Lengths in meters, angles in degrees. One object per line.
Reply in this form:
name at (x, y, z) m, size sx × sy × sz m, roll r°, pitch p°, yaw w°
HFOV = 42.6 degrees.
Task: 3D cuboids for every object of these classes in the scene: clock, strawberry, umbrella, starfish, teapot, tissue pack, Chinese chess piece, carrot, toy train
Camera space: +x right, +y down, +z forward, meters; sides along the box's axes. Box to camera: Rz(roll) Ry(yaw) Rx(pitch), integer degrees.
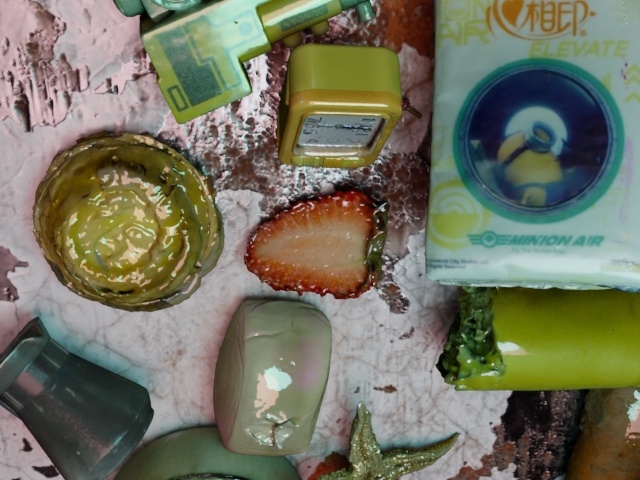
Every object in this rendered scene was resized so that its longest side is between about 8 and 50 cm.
clock at (0.020, -0.166, 1.056) m, size 0.143 × 0.202 × 0.096 m, roll 3°, pitch 73°, yaw -7°
strawberry at (0.003, 0.000, 1.200) m, size 0.208 × 0.087 × 0.167 m, roll 9°, pitch 91°, yaw 16°
umbrella at (0.075, -0.215, 1.142) m, size 0.165 × 0.025 × 0.027 m, roll 29°, pitch 128°, yaw -15°
starfish at (0.087, 0.386, 1.329) m, size 0.347 × 0.078 × 0.358 m, roll -17°, pitch 117°, yaw -29°
teapot at (-0.383, 0.239, 1.206) m, size 0.225 × 0.171 × 0.203 m, roll 44°, pitch 131°, yaw -14°
tissue pack at (0.282, -0.133, 1.027) m, size 0.287 × 0.162 × 0.388 m, roll 2°, pitch 85°, yaw 10°
Chinese chess piece at (-0.182, 0.473, 1.321) m, size 0.349 × 0.146 × 0.349 m, roll -2°, pitch 110°, yaw -5°
carrot at (0.493, 0.340, 1.365) m, size 0.138 × 0.139 × 0.302 m, roll 3°, pitch 113°, yaw -9°
toy train at (-0.065, -0.323, 1.021) m, size 0.369 × 0.150 × 0.237 m, roll -23°, pitch 121°, yaw 2°

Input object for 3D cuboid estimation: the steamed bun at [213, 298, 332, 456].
steamed bun at (-0.068, 0.213, 1.222) m, size 0.170 × 0.152 × 0.239 m, roll 8°, pitch 105°, yaw -14°

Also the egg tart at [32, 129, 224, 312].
egg tart at (-0.268, -0.013, 1.143) m, size 0.279 × 0.095 × 0.279 m, roll -3°, pitch 114°, yaw -6°

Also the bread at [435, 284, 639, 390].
bread at (0.358, 0.115, 1.201) m, size 0.376 × 0.251 × 0.208 m, roll 3°, pitch 95°, yaw -6°
